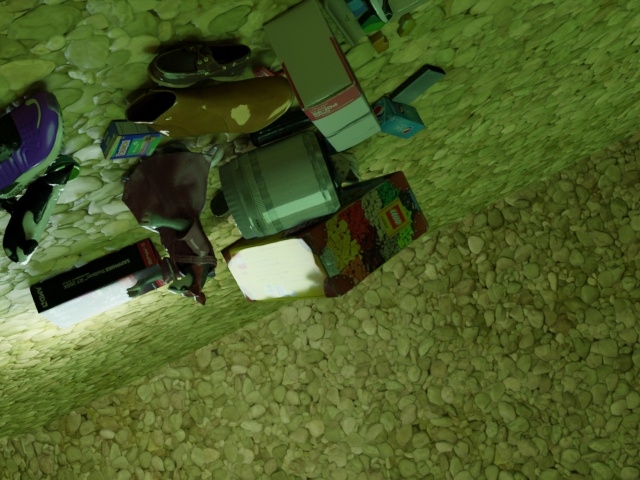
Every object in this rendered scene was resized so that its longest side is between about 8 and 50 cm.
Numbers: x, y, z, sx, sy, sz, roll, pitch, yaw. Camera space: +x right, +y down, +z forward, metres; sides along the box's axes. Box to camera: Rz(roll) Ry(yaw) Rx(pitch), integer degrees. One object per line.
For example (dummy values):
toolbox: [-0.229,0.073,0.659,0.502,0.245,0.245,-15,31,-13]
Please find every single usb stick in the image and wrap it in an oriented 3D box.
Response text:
usb stick: [-0.045,-0.300,1.730,0.278,0.045,0.077,-23,166,-13]

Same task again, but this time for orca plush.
orca plush: [-0.595,-0.060,1.392,0.102,0.151,0.287,23,143,-24]

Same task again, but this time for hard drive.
hard drive: [0.261,-0.419,1.872,0.135,0.022,0.094,-37,161,33]

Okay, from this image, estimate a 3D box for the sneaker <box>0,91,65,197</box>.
sneaker: [-0.575,-0.161,1.239,0.293,0.102,0.146,-36,161,33]

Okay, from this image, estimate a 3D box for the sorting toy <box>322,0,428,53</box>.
sorting toy: [0.149,-0.483,1.445,0.229,0.041,0.307,-29,164,13]

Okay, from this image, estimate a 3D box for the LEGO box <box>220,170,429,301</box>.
LEGO box: [0.000,0.000,2.020,0.372,0.193,0.500,-35,-166,-32]

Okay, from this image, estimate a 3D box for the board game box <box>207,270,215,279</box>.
board game box: [-0.370,0.033,2.131,0.048,0.141,0.170,-22,165,-11]

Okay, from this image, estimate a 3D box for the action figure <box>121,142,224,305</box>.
action figure: [-0.319,-0.017,1.608,0.275,0.370,0.248,-12,159,-36]

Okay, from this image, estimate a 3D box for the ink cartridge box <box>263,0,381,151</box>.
ink cartridge box: [0.013,-0.326,1.432,0.117,0.207,0.283,-27,164,9]

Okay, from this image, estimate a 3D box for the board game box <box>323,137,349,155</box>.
board game box: [0.052,-0.291,1.946,0.168,0.033,0.133,-21,160,-34]

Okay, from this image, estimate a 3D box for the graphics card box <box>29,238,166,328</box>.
graphics card box: [-0.654,0.134,2.104,0.371,0.094,0.233,-22,165,-10]

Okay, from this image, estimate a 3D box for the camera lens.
camera lens: [-0.093,-0.141,1.759,0.274,0.219,0.219,-19,165,3]

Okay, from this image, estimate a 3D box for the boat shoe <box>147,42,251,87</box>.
boat shoe: [-0.221,-0.336,1.292,0.207,0.073,0.073,-22,170,-42]

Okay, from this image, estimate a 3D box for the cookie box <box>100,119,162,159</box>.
cookie box: [-0.397,-0.213,1.466,0.107,0.040,0.092,-12,160,-39]

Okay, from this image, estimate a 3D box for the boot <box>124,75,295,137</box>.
boot: [-0.217,-0.267,1.376,0.295,0.104,0.211,-14,176,22]

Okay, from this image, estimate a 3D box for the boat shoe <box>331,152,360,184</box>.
boat shoe: [0.043,-0.210,2.069,0.098,0.096,0.277,-35,162,30]

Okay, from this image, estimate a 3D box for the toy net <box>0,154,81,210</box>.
toy net: [-0.612,-0.117,1.431,0.232,0.045,0.122,-29,165,14]

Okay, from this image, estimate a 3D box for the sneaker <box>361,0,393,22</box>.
sneaker: [0.104,-0.479,1.275,0.077,0.072,0.178,-36,145,5]

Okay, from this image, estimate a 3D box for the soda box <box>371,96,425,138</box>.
soda box: [0.213,-0.343,1.961,0.071,0.067,0.210,-33,163,27]

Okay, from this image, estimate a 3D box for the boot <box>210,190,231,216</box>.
boot: [-0.165,-0.134,2.032,0.236,0.089,0.269,-25,168,26]

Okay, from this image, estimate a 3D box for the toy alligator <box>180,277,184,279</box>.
toy alligator: [-0.475,0.101,2.366,0.189,0.056,0.051,-6,115,-51]

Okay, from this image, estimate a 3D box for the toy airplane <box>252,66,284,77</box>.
toy airplane: [-0.134,-0.335,1.506,0.151,0.028,0.151,-23,163,-7]
